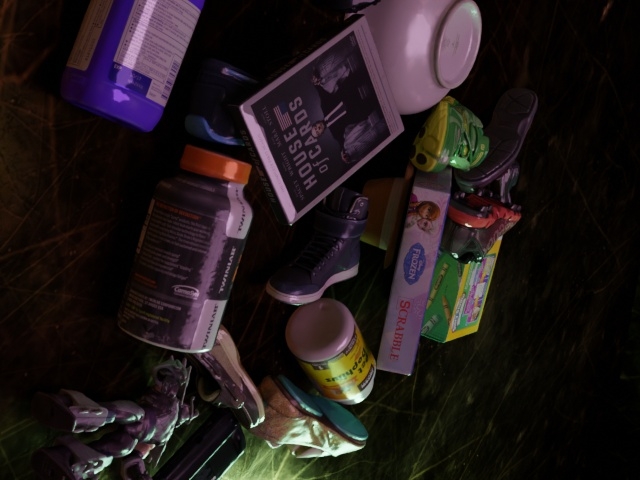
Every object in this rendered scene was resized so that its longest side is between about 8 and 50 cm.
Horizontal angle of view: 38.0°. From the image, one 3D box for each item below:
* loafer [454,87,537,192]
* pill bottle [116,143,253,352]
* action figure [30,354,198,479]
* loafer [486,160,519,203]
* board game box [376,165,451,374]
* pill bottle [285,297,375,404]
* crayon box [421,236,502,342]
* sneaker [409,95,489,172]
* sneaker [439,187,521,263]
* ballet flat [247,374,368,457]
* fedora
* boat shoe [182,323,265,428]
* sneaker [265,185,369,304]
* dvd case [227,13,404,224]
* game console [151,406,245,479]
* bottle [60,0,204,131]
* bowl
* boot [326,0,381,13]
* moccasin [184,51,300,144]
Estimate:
[{"bbox_3d":[0.372,-0.192,1.929,0.302,0.109,0.095,-53,150,-31],"label":"loafer"},{"bbox_3d":[-0.162,0.007,1.169,0.130,0.130,0.246,10,99,-59],"label":"pill bottle"},{"bbox_3d":[-0.247,0.244,1.209,0.285,0.099,0.185,2,101,-61],"label":"action figure"},{"bbox_3d":[0.387,-0.099,2.058,0.061,0.062,0.170,-1,106,-34],"label":"loafer"},{"bbox_3d":[0.169,0.029,1.643,0.318,0.065,0.319,-62,163,-72],"label":"board game box"},{"bbox_3d":[0.025,0.197,1.586,0.117,0.117,0.215,-57,147,-21],"label":"pill bottle"},{"bbox_3d":[0.300,0.067,1.980,0.165,0.081,0.279,-6,112,-56],"label":"crayon box"},{"bbox_3d":[0.236,-0.179,1.616,0.109,0.123,0.295,-60,176,25],"label":"sneaker"},{"bbox_3d":[0.302,-0.025,1.791,0.276,0.097,0.135,-10,125,-59],"label":"sneaker"},{"bbox_3d":[-0.031,0.317,1.592,0.123,0.123,0.348,-64,149,-9],"label":"ballet flat"},{"bbox_3d":[0.105,-0.050,1.582,0.194,0.079,0.194,13,90,-84],"label":"fedora"},{"bbox_3d":[-0.149,0.205,1.362,0.073,0.080,0.224,-41,133,-27],"label":"boat shoe"},{"bbox_3d":[-0.001,-0.001,1.453,0.226,0.086,0.163,-29,137,-55],"label":"sneaker"},{"bbox_3d":[0.002,-0.159,1.208,0.238,0.029,0.179,-42,125,-29],"label":"dvd case"},{"bbox_3d":[-0.232,0.402,1.375,0.361,0.044,0.213,-44,142,-35],"label":"game console"},{"bbox_3d":[-0.185,-0.265,1.012,0.118,0.092,0.283,21,89,-60],"label":"bottle"},{"bbox_3d":[0.168,-0.328,1.497,0.298,0.134,0.298,-35,134,-45],"label":"bowl"},{"bbox_3d":[0.026,-0.406,1.261,0.246,0.094,0.207,-43,136,-47],"label":"boot"},{"bbox_3d":[-0.032,-0.193,1.257,0.342,0.137,0.117,-14,114,-55],"label":"moccasin"}]
